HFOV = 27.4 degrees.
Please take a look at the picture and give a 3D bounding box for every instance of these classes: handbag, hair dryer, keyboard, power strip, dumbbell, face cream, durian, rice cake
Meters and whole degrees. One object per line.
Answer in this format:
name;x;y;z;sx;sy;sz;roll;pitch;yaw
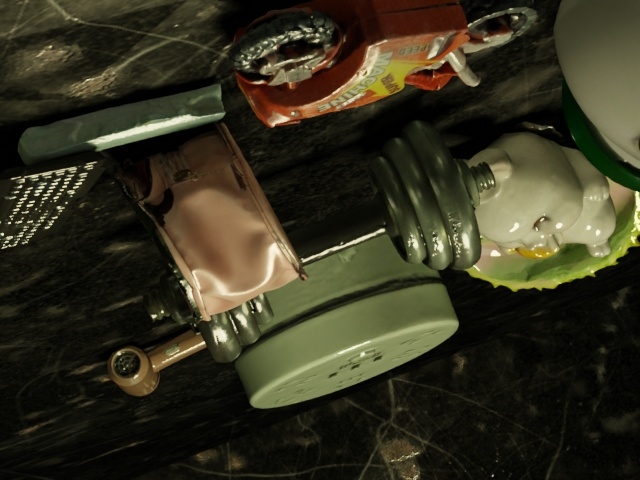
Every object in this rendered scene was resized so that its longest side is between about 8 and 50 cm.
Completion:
handbag;-0.104;-0.016;1.228;0.116;0.179;0.205;-28;168;-3
hair dryer;-0.228;0.167;1.970;0.181;0.064;0.117;-28;165;-6
keyboard;-0.265;-0.029;1.186;0.106;0.016;0.262;-15;172;-25
power strip;0.025;0.123;1.948;0.357;0.161;0.357;-21;166;-5
dumbbell;0.000;0.000;1.430;0.406;0.179;0.179;-22;166;-4
face cream;0.364;-0.169;1.171;0.312;0.219;0.357;17;172;-3
durian;0.335;-0.027;1.894;0.352;0.158;0.169;-27;154;33
rice cake;-0.166;-0.099;1.110;0.180;0.030;0.042;-16;169;-20

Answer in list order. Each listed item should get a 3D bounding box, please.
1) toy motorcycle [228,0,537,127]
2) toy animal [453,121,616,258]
toy motorcycle;0.038;-0.161;1.068;0.298;0.089;0.171;-13;165;-35
toy animal;0.253;-0.059;1.660;0.325;0.154;0.208;13;170;-32
